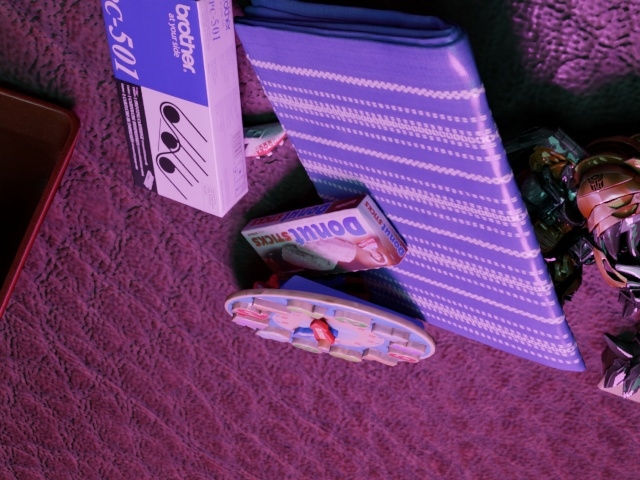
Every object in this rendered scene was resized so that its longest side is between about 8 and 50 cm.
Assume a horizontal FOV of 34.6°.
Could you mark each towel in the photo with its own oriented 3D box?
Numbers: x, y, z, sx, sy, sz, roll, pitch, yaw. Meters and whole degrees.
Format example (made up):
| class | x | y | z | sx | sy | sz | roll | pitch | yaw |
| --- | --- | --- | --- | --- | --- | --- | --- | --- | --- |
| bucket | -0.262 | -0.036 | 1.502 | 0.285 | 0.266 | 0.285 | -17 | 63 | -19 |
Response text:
| class | x | y | z | sx | sy | sz | roll | pitch | yaw |
| --- | --- | --- | --- | --- | --- | --- | --- | --- | --- |
| towel | 0.074 | -0.044 | 0.823 | 0.243 | 0.040 | 0.336 | 19 | 146 | 46 |

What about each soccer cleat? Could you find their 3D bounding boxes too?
| class | x | y | z | sx | sy | sz | roll | pitch | yaw |
| --- | --- | --- | --- | --- | --- | --- | --- | --- | --- |
| soccer cleat | -0.066 | -0.088 | 0.900 | 0.083 | 0.029 | 0.035 | -19 | 131 | 30 |

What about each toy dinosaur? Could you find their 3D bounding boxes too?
| class | x | y | z | sx | sy | sz | roll | pitch | yaw |
| --- | --- | --- | --- | --- | --- | --- | --- | --- | --- |
| toy dinosaur | 0.245 | -0.007 | 0.846 | 0.322 | 0.164 | 0.218 | -8 | 119 | 51 |

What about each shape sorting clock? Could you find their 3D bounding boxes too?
| class | x | y | z | sx | sy | sz | roll | pitch | yaw |
| --- | --- | --- | --- | --- | --- | --- | --- | --- | --- |
| shape sorting clock | 0.008 | 0.086 | 0.987 | 0.206 | 0.040 | 0.206 | 15 | 162 | 5 |

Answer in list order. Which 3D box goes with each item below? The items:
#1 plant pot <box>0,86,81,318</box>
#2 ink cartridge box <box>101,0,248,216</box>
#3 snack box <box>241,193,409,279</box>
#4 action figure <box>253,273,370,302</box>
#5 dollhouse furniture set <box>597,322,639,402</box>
| class | x | y | z | sx | sy | sz | roll | pitch | yaw |
| --- | --- | --- | --- | --- | --- | --- | --- | --- | --- |
| plant pot | -0.389 | 0.014 | 0.908 | 0.267 | 0.267 | 0.235 | 18 | 145 | -7 |
| ink cartridge box | -0.117 | -0.123 | 0.843 | 0.097 | 0.046 | 0.207 | 20 | 136 | 22 |
| snack box | 0.000 | 0.000 | 0.915 | 0.178 | 0.022 | 0.064 | -10 | 123 | 53 |
| action figure | -0.009 | 0.049 | 1.016 | 0.115 | 0.030 | 0.038 | 4 | 137 | 8 |
| dollhouse furniture set | 0.377 | 0.114 | 0.961 | 0.161 | 0.101 | 0.182 | 19 | 132 | -8 |
